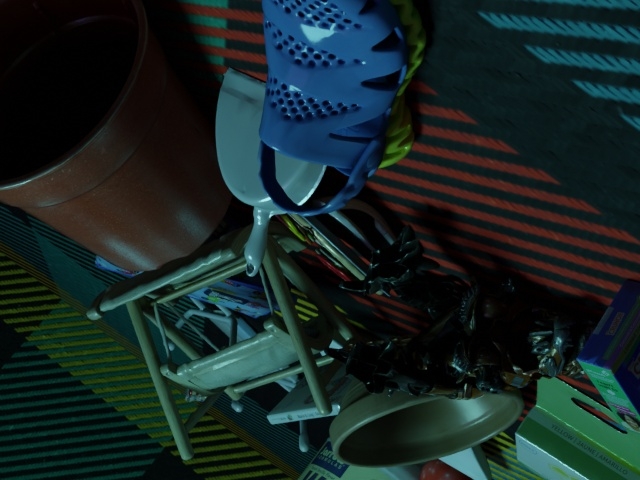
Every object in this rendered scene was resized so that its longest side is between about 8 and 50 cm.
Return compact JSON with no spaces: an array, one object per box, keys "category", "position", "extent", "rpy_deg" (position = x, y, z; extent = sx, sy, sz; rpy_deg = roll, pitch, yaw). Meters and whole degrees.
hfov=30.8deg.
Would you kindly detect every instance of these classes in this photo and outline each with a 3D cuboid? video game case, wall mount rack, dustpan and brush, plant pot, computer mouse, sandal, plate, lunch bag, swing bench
[{"category":"video game case","position":[0.021,0.186,1.548],"extent":[0.143,0.157,0.019],"rpy_deg":[-17,109,45]},{"category":"wall mount rack","position":[-0.131,0.238,2.105],"extent":[0.350,0.130,0.304],"rpy_deg":[47,161,-26]},{"category":"dustpan and brush","position":[-0.060,-0.058,1.216],"extent":[0.147,0.211,0.060],"rpy_deg":[27,-163,32]},{"category":"plant pot","position":[0.119,0.185,1.421],"extent":[0.237,0.237,0.109],"rpy_deg":[76,180,-63]},{"category":"plant pot","position":[-0.241,-0.110,1.278],"extent":[0.272,0.272,0.265],"rpy_deg":[26,166,35]},{"category":"computer mouse","position":[0.070,0.004,1.268],"extent":[0.193,0.042,0.106],"rpy_deg":[42,169,-27]},{"category":"sandal","position":[0.004,-0.119,0.936],"extent":[0.126,0.138,0.317],"rpy_deg":[33,160,24]},{"category":"plate","position":[0.126,0.233,1.717],"extent":[0.278,0.045,0.277],"rpy_deg":[27,159,34]},{"category":"lunch bag","position":[-0.164,0.023,1.693],"extent":[0.293,0.138,0.221],"rpy_deg":[28,162,-6]},{"category":"swing bench","position":[-0.116,0.114,1.509],"extent":[0.253,0.165,0.254],"rpy_deg":[-22,105,32]}]

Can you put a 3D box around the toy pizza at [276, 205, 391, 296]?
[{"category":"toy pizza","position":[0.000,0.000,1.309],"extent":[0.201,0.032,0.201],"rpy_deg":[43,-179,-1]}]

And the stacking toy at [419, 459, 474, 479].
[{"category":"stacking toy","position":[0.289,0.470,1.886],"extent":[0.330,0.141,0.141],"rpy_deg":[49,161,-7]}]

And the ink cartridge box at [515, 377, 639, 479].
[{"category":"ink cartridge box","position":[0.316,0.255,1.384],"extent":[0.171,0.056,0.235],"rpy_deg":[31,163,24]}]

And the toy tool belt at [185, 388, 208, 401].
[{"category":"toy tool belt","position":[-0.219,0.278,2.137],"extent":[0.051,0.052,0.083],"rpy_deg":[10,174,-11]}]

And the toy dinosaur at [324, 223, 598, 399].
[{"category":"toy dinosaur","position":[0.132,0.115,1.201],"extent":[0.218,0.164,0.322],"rpy_deg":[23,138,-31]}]

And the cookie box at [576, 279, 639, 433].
[{"category":"cookie box","position":[0.279,0.104,1.011],"extent":[0.040,0.092,0.107],"rpy_deg":[12,149,51]}]

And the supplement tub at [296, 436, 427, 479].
[{"category":"supplement tub","position":[0.060,0.469,1.970],"extent":[0.235,0.325,0.235],"rpy_deg":[35,162,13]}]
